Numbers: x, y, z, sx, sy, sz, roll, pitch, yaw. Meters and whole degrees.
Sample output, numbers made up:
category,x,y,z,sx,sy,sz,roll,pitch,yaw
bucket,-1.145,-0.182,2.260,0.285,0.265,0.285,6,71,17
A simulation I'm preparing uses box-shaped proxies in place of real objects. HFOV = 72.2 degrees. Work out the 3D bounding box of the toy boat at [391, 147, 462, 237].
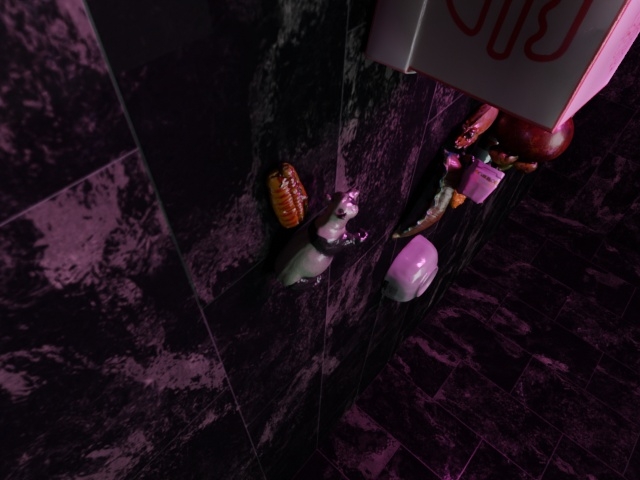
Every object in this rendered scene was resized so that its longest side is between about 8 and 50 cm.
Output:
category,x,y,z,sx,sy,sz,roll,pitch,yaw
toy boat,0.314,-0.114,1.250,0.292,0.099,0.108,-63,-179,17

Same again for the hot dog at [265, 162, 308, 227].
category,x,y,z,sx,sy,sz,roll,pitch,yaw
hot dog,-0.049,-0.068,0.687,0.062,0.038,0.144,-45,155,-19

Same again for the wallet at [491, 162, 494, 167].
category,x,y,z,sx,sy,sz,roll,pitch,yaw
wallet,0.807,-0.358,1.918,0.245,0.052,0.168,-51,160,-14

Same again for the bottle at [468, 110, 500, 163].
category,x,y,z,sx,sy,sz,roll,pitch,yaw
bottle,0.568,-0.357,1.416,0.082,0.082,0.286,-13,133,-57

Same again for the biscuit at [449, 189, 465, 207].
category,x,y,z,sx,sy,sz,roll,pitch,yaw
biscuit,0.555,-0.230,1.620,0.254,0.035,0.253,-42,153,-27

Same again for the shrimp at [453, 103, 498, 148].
category,x,y,z,sx,sy,sz,roll,pitch,yaw
shrimp,0.442,-0.317,1.262,0.294,0.062,0.154,-35,155,-42

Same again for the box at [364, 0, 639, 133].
category,x,y,z,sx,sy,sz,roll,pitch,yaw
box,0.291,-0.374,0.591,0.314,0.300,0.312,-34,149,-39

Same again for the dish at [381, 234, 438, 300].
category,x,y,z,sx,sy,sz,roll,pitch,yaw
dish,0.333,0.116,1.561,0.256,0.117,0.256,-43,154,-27

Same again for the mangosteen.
category,x,y,z,sx,sy,sz,roll,pitch,yaw
mangosteen,0.598,-0.301,1.285,0.257,0.215,0.215,-50,160,21

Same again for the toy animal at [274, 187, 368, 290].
category,x,y,z,sx,sy,sz,roll,pitch,yaw
toy animal,0.000,0.000,0.777,0.225,0.093,0.121,-46,162,28

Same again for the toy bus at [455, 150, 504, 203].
category,x,y,z,sx,sy,sz,roll,pitch,yaw
toy bus,0.434,-0.187,1.251,0.112,0.090,0.274,-62,-179,19
